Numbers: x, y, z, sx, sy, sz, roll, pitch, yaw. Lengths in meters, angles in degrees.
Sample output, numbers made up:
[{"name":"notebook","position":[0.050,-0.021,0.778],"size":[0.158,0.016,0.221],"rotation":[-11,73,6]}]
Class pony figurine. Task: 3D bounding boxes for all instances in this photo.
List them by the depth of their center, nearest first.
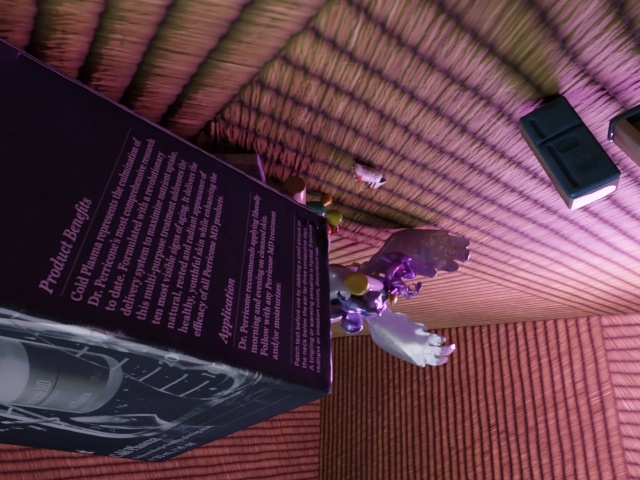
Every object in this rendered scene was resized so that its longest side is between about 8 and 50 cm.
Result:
[{"name":"pony figurine","position":[0.104,0.100,0.889],"size":[0.351,0.303,0.363],"rotation":[13,-176,30]}]

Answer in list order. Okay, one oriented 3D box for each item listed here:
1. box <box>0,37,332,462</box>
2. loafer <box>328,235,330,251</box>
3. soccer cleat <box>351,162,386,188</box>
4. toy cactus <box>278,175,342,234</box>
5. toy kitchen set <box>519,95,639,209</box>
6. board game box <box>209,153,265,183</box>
[{"name":"box","position":[-0.313,0.091,0.587],"size":[0.472,0.297,0.480],"rotation":[28,133,-30]},{"name":"loafer","position":[0.000,0.000,0.972],"size":[0.039,0.045,0.125],"rotation":[16,158,10]},{"name":"soccer cleat","position":[0.077,-0.105,0.664],"size":[0.035,0.029,0.083],"rotation":[-17,158,25]},{"name":"toy cactus","position":[-0.055,-0.054,0.732],"size":[0.219,0.112,0.180],"rotation":[4,152,-12]},{"name":"toy kitchen set","position":[0.318,-0.153,0.408],"size":[0.207,0.122,0.166],"rotation":[-27,151,18]},{"name":"board game box","position":[-0.138,-0.110,0.678],"size":[0.090,0.020,0.090],"rotation":[1,161,1]}]
